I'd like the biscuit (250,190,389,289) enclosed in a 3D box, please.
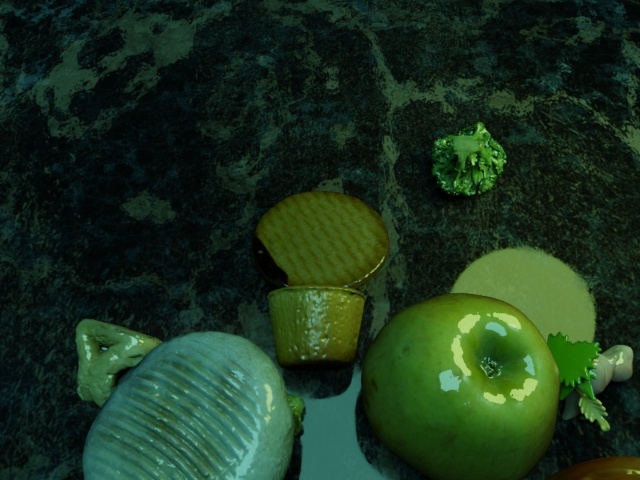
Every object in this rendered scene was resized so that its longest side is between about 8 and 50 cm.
[{"bbox_3d":[0.000,0.000,1.126,0.318,0.040,0.318,-1,49,2],"label":"biscuit"}]

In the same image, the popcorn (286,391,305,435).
[{"bbox_3d":[-0.059,0.333,0.944,0.068,0.059,0.083,-23,70,-12],"label":"popcorn"}]

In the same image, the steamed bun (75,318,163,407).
[{"bbox_3d":[-0.411,0.249,0.968,0.172,0.141,0.155,14,74,13],"label":"steamed bun"}]

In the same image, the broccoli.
[{"bbox_3d":[0.357,-0.197,1.204,0.195,0.156,0.195,-6,78,28],"label":"broccoli"}]

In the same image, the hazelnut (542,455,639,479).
[{"bbox_3d":[0.460,0.497,0.707,0.372,0.315,0.372,-23,39,20],"label":"hazelnut"}]

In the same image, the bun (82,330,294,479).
[{"bbox_3d":[-0.217,0.340,0.851,0.362,0.211,0.362,-2,57,3],"label":"bun"}]

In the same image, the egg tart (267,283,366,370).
[{"bbox_3d":[-0.005,0.176,0.965,0.203,0.202,0.147,-2,68,0],"label":"egg tart"}]

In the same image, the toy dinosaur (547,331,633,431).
[{"bbox_3d":[0.513,0.261,0.960,0.177,0.152,0.194,37,70,-22],"label":"toy dinosaur"}]

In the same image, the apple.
[{"bbox_3d":[0.241,0.242,0.849,0.338,0.305,0.338,-1,57,1],"label":"apple"}]
